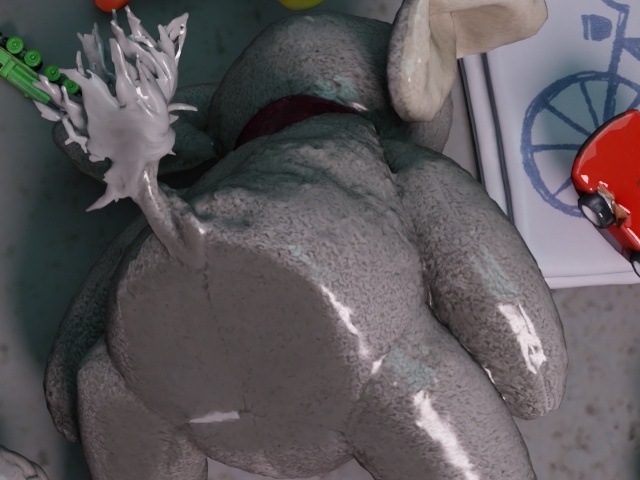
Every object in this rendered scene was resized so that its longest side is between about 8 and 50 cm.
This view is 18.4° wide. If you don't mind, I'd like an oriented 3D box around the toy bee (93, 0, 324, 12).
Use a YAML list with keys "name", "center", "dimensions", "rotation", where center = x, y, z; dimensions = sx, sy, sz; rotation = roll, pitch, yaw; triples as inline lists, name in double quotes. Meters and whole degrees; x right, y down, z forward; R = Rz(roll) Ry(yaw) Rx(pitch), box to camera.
- name: "toy bee"
  center: [-0.064, -0.200, 1.051]
  dimensions: [0.298, 0.162, 0.195]
  rotation: [15, 39, -13]

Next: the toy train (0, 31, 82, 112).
- name: "toy train"
  center: [-0.164, -0.095, 1.055]
  dimensions: [0.083, 0.017, 0.023]
  rotation: [37, 81, 1]

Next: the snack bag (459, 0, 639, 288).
- name: "snack bag"
  center: [0.226, -0.146, 1.134]
  dimensions: [0.323, 0.037, 0.342]
  rotation: [-6, 76, -13]

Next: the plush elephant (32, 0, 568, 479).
- name: "plush elephant"
  center: [0.000, 0.000, 0.958]
  dimensions: [0.255, 0.272, 0.330]
  rotation: [-53, 127, -54]

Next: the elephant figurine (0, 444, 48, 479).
- name: "elephant figurine"
  center: [-0.229, 0.188, 0.883]
  dimensions: [0.169, 0.186, 0.239]
  rotation: [39, 67, -33]

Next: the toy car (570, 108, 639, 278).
- name: "toy car"
  center: [0.218, 0.065, 1.044]
  dimensions: [0.239, 0.053, 0.225]
  rotation: [15, 87, -12]
